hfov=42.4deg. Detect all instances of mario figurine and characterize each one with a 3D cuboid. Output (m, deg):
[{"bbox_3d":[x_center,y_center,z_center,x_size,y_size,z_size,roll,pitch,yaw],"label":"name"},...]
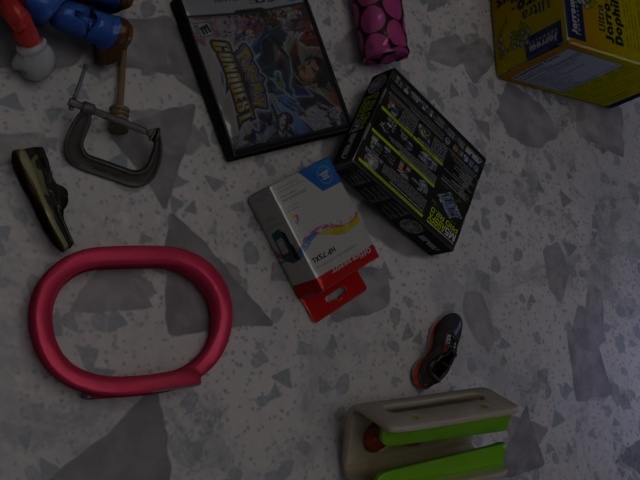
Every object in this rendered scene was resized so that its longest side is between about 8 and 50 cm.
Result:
[{"bbox_3d":[-0.430,-0.347,1.138,0.321,0.170,0.198,14,34,-40],"label":"mario figurine"}]

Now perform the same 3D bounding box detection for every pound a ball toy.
[{"bbox_3d":[0.147,0.352,1.314,0.319,0.136,0.208,-1,103,-33],"label":"pound a ball toy"}]

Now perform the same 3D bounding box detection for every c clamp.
[{"bbox_3d":[-0.292,-0.152,1.177,0.161,0.022,0.137,26,92,-29],"label":"c clamp"}]

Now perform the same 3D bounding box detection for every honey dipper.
[{"bbox_3d":[-0.294,-0.235,1.225,0.031,0.030,0.160,11,70,-30],"label":"honey dipper"}]

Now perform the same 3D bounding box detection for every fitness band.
[{"bbox_3d":[-0.256,0.111,1.148,0.291,0.054,0.208,0,75,-34],"label":"fitness band"}]

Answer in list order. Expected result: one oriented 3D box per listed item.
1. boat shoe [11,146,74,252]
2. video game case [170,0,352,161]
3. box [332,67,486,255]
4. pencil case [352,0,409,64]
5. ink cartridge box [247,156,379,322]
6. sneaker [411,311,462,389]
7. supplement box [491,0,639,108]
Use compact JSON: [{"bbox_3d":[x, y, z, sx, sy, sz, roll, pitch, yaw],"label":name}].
[{"bbox_3d":[-0.365,-0.059,1.116,0.049,0.056,0.152,-26,92,-30],"label":"boat shoe"},{"bbox_3d":[-0.091,-0.286,1.367,0.248,0.035,0.274,-18,88,-35],"label":"video game case"},{"bbox_3d":[0.163,-0.137,1.458,0.270,0.060,0.216,38,60,-27],"label":"box"},{"bbox_3d":[0.112,-0.421,1.502,0.098,0.095,0.209,3,78,-37],"label":"pencil case"},{"bbox_3d":[0.000,0.000,1.323,0.134,0.078,0.231,-31,95,-35],"label":"ink cartridge box"},{"bbox_3d":[0.218,0.190,1.421,0.061,0.065,0.157,41,60,-18],"label":"sneaker"},{"bbox_3d":[0.558,-0.427,1.726,0.357,0.194,0.195,6,74,-32],"label":"supplement box"}]
